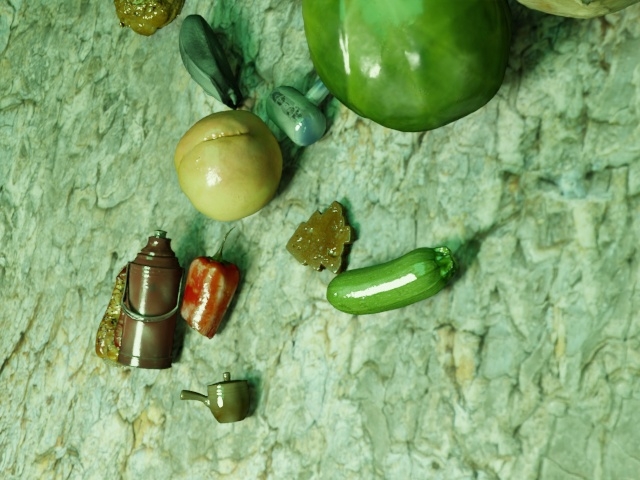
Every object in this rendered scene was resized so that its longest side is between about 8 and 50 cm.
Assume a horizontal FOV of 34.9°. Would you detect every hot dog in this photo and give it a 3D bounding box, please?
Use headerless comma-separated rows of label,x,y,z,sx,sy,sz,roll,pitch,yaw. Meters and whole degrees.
hot dog,-0.347,0.133,1.822,0.108,0.059,0.191,9,80,33

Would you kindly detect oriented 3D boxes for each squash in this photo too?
squash,0.103,0.062,1.485,0.219,0.068,0.077,-21,64,31

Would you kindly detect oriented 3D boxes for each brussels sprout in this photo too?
brussels sprout,0.108,-0.320,1.443,0.281,0.289,0.354,-32,85,26

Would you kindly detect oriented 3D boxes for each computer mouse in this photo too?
computer mouse,-0.204,-0.308,1.807,0.068,0.113,0.229,-30,55,10

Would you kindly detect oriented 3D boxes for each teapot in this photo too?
teapot,-0.169,0.253,1.627,0.085,0.110,0.080,147,116,-78

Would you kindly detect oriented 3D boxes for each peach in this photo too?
peach,-0.148,-0.127,1.671,0.184,0.184,0.184,-12,70,35

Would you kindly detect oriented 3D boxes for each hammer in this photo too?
hammer,0.000,-0.252,1.667,0.194,0.069,0.116,-49,52,6

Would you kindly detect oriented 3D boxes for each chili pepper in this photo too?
chili pepper,-0.179,0.064,1.696,0.086,0.084,0.192,22,94,12

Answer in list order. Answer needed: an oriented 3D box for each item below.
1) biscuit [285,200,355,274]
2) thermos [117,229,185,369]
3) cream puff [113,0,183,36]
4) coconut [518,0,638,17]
biscuit,0.000,0.000,1.615,0.130,0.019,0.119,-9,72,35
thermos,-0.286,0.097,1.737,0.099,0.124,0.232,7,92,-2
cream puff,-0.336,-0.466,1.956,0.144,0.103,0.126,-17,66,27
coconut,0.339,-0.457,1.258,0.405,0.405,0.404,-12,70,35
